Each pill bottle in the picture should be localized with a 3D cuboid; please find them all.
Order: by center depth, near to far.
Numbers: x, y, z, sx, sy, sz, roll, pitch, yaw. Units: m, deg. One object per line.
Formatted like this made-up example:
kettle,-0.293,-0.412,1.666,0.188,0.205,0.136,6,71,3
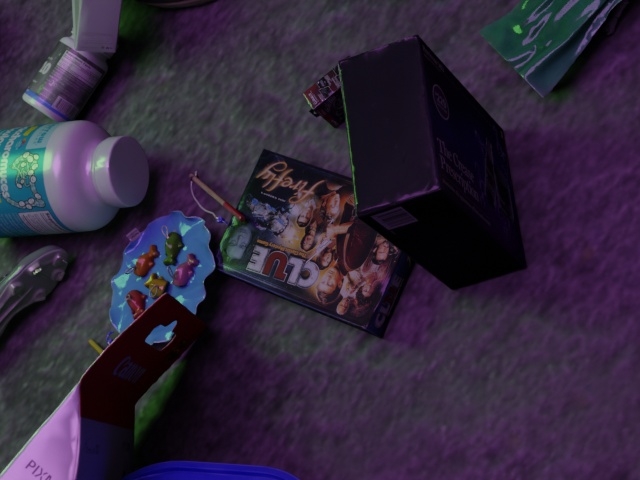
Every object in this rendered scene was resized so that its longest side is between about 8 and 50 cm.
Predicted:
pill bottle,-0.360,-0.081,1.896,0.264,0.146,0.146,-5,70,27
pill bottle,-0.342,-0.231,1.983,0.078,0.078,0.137,33,88,33

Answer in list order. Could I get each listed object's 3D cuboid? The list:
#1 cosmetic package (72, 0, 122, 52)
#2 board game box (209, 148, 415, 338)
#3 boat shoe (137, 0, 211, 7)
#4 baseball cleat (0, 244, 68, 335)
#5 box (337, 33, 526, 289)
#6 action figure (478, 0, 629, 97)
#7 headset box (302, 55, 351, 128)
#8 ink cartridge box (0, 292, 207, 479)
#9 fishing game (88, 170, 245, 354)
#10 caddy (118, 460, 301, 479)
cosmetic package,-0.306,-0.366,1.959,0.060,0.099,0.239,1,44,-13
board game box,0.000,0.000,1.734,0.243,0.042,0.165,20,82,32
boat shoe,-0.126,-0.418,1.906,0.355,0.130,0.132,-18,64,21
baseball cleat,-0.428,0.066,1.923,0.206,0.072,0.109,-45,51,2
box,0.125,-0.079,1.567,0.103,0.261,0.184,-19,64,21
action figure,0.307,-0.280,1.663,0.232,0.063,0.137,-45,55,11
headset box,0.023,-0.180,1.778,0.083,0.062,0.032,-38,58,11
ink cartridge box,-0.249,0.247,1.626,0.091,0.308,0.385,41,85,10
fishing game,-0.207,0.042,1.809,0.264,0.041,0.189,-56,42,6
caddy,-0.108,0.382,1.574,0.341,0.179,0.241,0,48,27
